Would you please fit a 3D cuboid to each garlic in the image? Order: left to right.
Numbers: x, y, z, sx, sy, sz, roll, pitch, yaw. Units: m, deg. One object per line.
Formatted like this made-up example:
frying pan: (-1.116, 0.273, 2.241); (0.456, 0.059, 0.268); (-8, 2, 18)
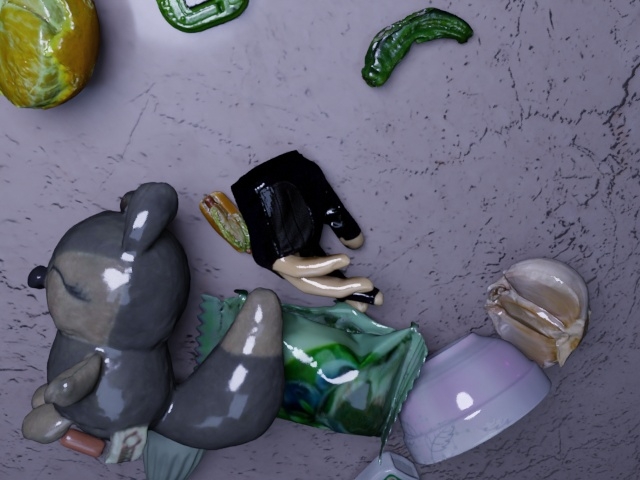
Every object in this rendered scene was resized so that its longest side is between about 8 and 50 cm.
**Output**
garlic: (0.419, 0.117, 0.897); (0.142, 0.178, 0.230); (-33, 139, -27)

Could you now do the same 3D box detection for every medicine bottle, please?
medicine bottle: (0.131, 0.568, 1.088); (0.119, 0.069, 0.183); (34, 106, -23)

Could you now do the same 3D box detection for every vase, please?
vase: (-0.282, 0.398, 0.923); (0.128, 0.128, 0.248); (13, 122, -14)

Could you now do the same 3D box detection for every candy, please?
candy: (-0.038, 0.232, 0.865); (0.397, 0.172, 0.263); (11, 108, 1)

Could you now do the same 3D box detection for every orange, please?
orange: (-0.365, -0.285, 0.570); (0.237, 0.159, 0.179); (44, 139, -18)

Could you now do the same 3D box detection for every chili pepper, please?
chili pepper: (0.138, -0.294, 0.711); (0.182, 0.050, 0.073); (-26, 108, 1)

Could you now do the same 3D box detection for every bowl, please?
bowl: (0.257, 0.270, 0.889); (0.286, 0.287, 0.144); (-33, 74, 7)

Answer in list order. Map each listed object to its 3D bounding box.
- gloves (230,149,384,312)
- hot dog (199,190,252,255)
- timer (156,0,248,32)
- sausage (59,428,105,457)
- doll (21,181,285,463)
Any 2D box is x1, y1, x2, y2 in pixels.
gloves: (-0.007, -0.002, 0.766); (0.301, 0.197, 0.152); (48, 135, -8)
hot dog: (-0.148, -0.026, 0.792); (0.056, 0.041, 0.133); (-33, 115, 7)
timer: (-0.167, -0.356, 0.637); (0.127, 0.047, 0.140); (-20, 115, 1)
sausage: (-0.463, 0.396, 0.939); (0.083, 0.034, 0.034); (33, 106, -20)
doll: (-0.231, 0.111, 0.730); (0.378, 0.252, 0.383); (15, 93, -34)
